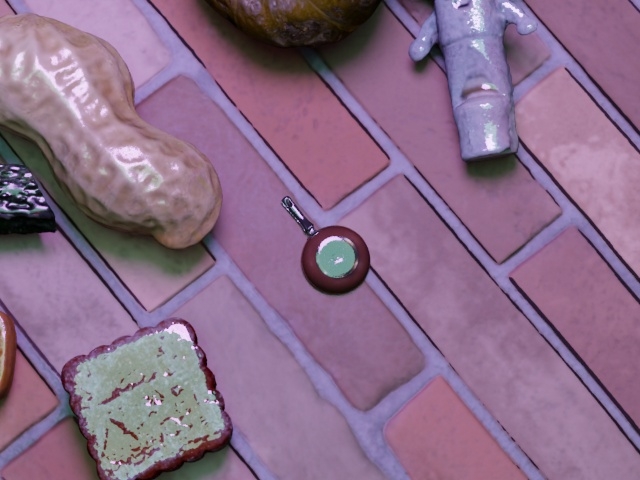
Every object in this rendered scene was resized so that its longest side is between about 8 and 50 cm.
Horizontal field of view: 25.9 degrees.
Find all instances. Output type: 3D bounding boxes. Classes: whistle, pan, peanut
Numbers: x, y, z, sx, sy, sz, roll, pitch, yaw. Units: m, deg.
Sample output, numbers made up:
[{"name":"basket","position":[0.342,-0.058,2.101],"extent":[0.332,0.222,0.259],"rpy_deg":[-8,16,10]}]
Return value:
[{"name":"whistle","position":[0.144,-0.252,1.376],"extent":[0.142,0.134,0.346],"rpy_deg":[-9,88,-7]},{"name":"pan","position":[0.000,0.000,1.360],"extent":[0.068,0.023,0.115],"rpy_deg":[-40,82,-8]},{"name":"peanut","position":[-0.215,-0.107,1.331],"extent":[0.136,0.120,0.298],"rpy_deg":[-45,85,-5]}]

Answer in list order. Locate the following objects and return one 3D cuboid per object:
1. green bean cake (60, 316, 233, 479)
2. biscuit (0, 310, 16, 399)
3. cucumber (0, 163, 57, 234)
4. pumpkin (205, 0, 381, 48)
[{"name":"green bean cake","position":[-0.161,0.153,1.306],"extent":[0.135,0.056,0.135],"rpy_deg":[-22,79,-5]},{"name":"biscuit","position":[-0.455,0.108,1.315],"extent":[0.334,0.047,0.202],"rpy_deg":[0,78,1]},{"name":"cucumber","position":[-0.386,-0.030,1.329],"extent":[0.265,0.077,0.077],"rpy_deg":[-6,78,-4]},{"name":"pumpkin","position":[-0.032,-0.286,1.335],"extent":[0.219,0.162,0.218],"rpy_deg":[5,104,19]}]
